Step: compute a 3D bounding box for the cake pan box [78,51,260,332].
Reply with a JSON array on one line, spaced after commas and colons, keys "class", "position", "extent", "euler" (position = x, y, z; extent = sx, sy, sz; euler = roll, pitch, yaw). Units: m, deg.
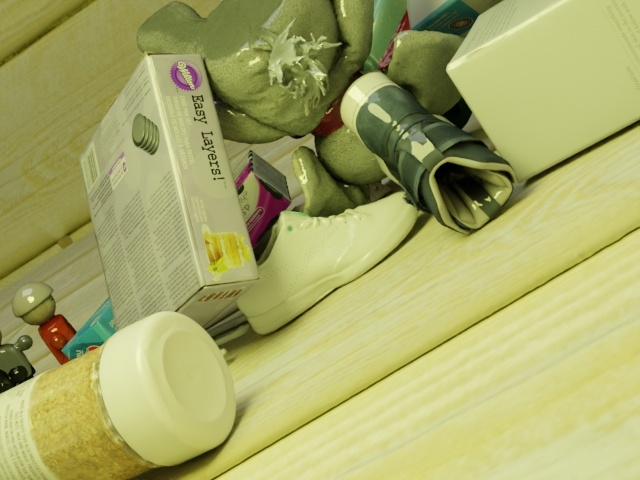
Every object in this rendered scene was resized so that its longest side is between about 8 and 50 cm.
[{"class": "cake pan box", "position": [-0.167, -0.025, 1.255], "extent": [0.070, 0.246, 0.267], "euler": [-5, -20, -29]}]

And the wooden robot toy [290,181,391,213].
[{"class": "wooden robot toy", "position": [0.014, -0.069, 1.515], "extent": [0.076, 0.079, 0.173], "euler": [-42, 14, -34]}]

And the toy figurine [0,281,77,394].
[{"class": "toy figurine", "position": [-0.430, 0.170, 1.602], "extent": [0.209, 0.148, 0.213], "euler": [-24, 15, 41]}]

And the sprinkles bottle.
[{"class": "sprinkles bottle", "position": [-0.244, 0.180, 1.063], "extent": [0.355, 0.121, 0.121], "euler": [-26, 13, 26]}]

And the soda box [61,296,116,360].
[{"class": "soda box", "position": [-0.243, 0.102, 1.535], "extent": [0.067, 0.071, 0.210], "euler": [-38, 9, 22]}]

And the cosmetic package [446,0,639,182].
[{"class": "cosmetic package", "position": [0.262, -0.192, 1.166], "extent": [0.224, 0.138, 0.224], "euler": [-28, 13, 25]}]

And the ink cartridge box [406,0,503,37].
[{"class": "ink cartridge box", "position": [0.252, -0.352, 1.389], "extent": [0.270, 0.197, 0.198], "euler": [-1, -14, -28]}]

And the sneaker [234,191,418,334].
[{"class": "sneaker", "position": [0.000, 0.000, 1.223], "extent": [0.212, 0.094, 0.080], "euler": [-35, 10, -7]}]

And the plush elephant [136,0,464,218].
[{"class": "plush elephant", "position": [0.005, -0.167, 1.282], "extent": [0.272, 0.255, 0.330], "euler": [-41, 37, 8]}]

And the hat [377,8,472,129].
[{"class": "hat", "position": [0.084, -0.214, 1.497], "extent": [0.208, 0.184, 0.173], "euler": [-24, -24, 8]}]

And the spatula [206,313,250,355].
[{"class": "spatula", "position": [-0.155, 0.135, 1.312], "extent": [0.242, 0.019, 0.168], "euler": [-25, 9, 35]}]

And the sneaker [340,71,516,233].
[{"class": "sneaker", "position": [0.126, -0.062, 1.168], "extent": [0.086, 0.163, 0.226], "euler": [-52, -32, 8]}]

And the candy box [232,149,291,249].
[{"class": "candy box", "position": [-0.117, -0.030, 1.647], "extent": [0.159, 0.071, 0.233], "euler": [-51, 9, 6]}]

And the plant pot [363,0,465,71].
[{"class": "plant pot", "position": [0.117, -0.282, 1.740], "extent": [0.247, 0.248, 0.252], "euler": [-19, 35, 53]}]
